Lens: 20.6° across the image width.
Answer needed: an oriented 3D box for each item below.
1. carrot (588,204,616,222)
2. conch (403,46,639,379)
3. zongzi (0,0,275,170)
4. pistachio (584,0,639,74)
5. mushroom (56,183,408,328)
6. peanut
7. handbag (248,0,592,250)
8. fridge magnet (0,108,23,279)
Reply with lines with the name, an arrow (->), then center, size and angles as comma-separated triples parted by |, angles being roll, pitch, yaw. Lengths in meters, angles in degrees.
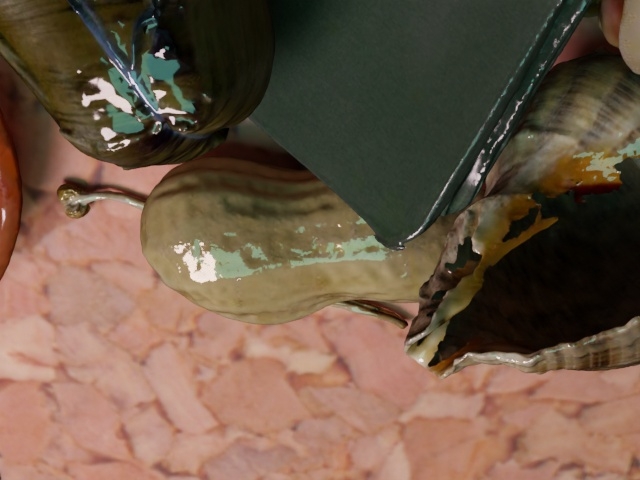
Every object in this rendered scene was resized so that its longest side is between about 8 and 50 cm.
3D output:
carrot -> 0.269, -0.002, 1.270 | 0.216, 0.048, 0.048 | 13, 126, 2
conch -> 0.187, 0.004, 1.157 | 0.210, 0.291, 0.159 | 32, 165, 35
zongzi -> -0.222, -0.179, 1.083 | 0.360, 0.160, 0.323 | -13, 92, 21
pistachio -> 0.232, -0.200, 1.068 | 0.144, 0.144, 0.215 | 24, 123, -11
mushroom -> -0.063, 0.011, 1.329 | 0.286, 0.026, 0.028 | 19, 142, -9
peanut -> 0.000, 0.000, 1.257 | 0.257, 0.123, 0.123 | 1, 126, 1
handbag -> 0.036, -0.161, 1.080 | 0.247, 0.079, 0.260 | 43, 127, 20
fridge magnet -> -0.392, -0.044, 1.241 | 0.364, 0.155, 0.363 | 3, 126, 4
